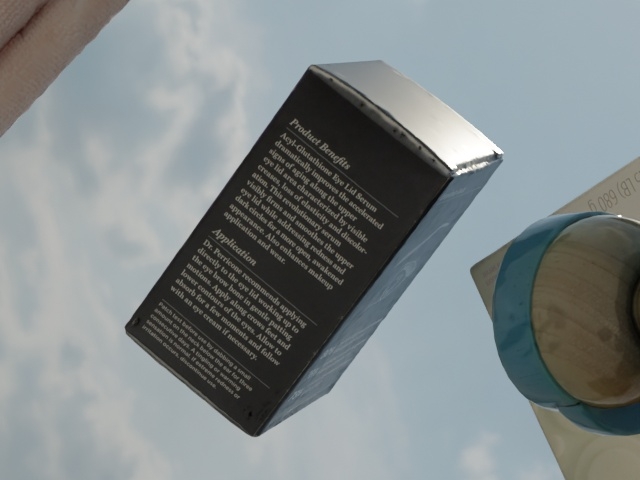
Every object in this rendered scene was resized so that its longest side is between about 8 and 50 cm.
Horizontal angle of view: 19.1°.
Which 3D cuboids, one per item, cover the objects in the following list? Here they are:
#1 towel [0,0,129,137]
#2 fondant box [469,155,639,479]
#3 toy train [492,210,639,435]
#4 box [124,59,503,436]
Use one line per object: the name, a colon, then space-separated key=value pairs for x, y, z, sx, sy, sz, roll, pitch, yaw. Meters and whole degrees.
towel: x=-0.166 y=-0.137 z=0.716 sx=0.053 sy=0.317 sz=0.332 roll=40 pitch=7 yaw=-38
fondant box: x=0.262 y=0.101 z=1.102 sx=0.238 sy=0.096 sz=0.330 roll=-35 pitch=-111 yaw=30
toy train: x=0.105 y=0.104 z=0.438 sx=0.143 sy=0.105 sz=0.248 roll=-6 pitch=-96 yaw=55
box: x=0.000 y=0.000 z=1.166 sx=0.108 sy=0.207 sz=0.153 roll=39 pitch=14 yaw=10
